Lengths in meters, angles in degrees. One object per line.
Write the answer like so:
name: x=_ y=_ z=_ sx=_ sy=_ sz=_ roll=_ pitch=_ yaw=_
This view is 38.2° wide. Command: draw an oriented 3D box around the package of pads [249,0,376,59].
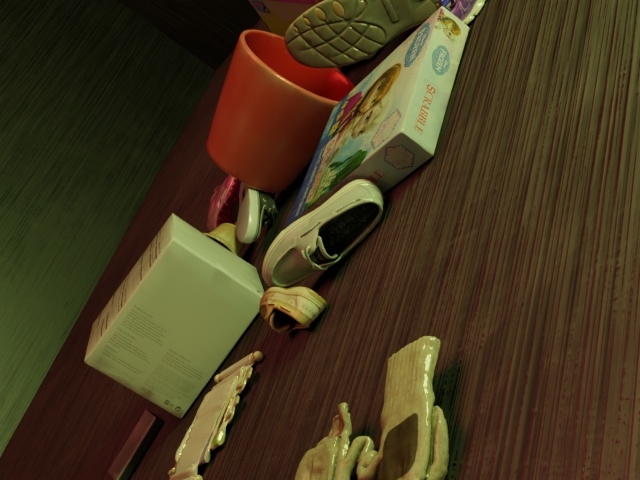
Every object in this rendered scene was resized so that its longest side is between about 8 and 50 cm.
package of pads: x=-0.018 y=-0.500 z=1.970 sx=0.296 sy=0.229 sz=0.101 roll=19 pitch=69 yaw=42

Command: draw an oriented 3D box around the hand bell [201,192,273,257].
hand bell: x=-0.165 y=-0.035 z=1.917 sx=0.126 sy=0.126 sz=0.242 roll=-37 pitch=13 yaw=46

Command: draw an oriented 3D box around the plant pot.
plant pot: x=-0.091 y=-0.248 z=1.851 sx=0.243 sy=0.275 sz=0.275 roll=-59 pitch=14 yaw=25

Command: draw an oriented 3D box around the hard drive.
hard drive: x=-0.344 y=0.384 z=1.717 sx=0.135 sy=0.022 sz=0.094 roll=-60 pitch=17 yaw=-12

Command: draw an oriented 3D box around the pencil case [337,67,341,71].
pencil case: x=0.036 y=-0.450 z=2.127 sx=0.086 sy=0.088 sz=0.206 roll=-25 pitch=34 yaw=54

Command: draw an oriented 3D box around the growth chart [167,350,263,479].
growth chart: x=-0.170 y=0.283 z=1.432 sx=0.172 sy=0.021 sz=0.237 roll=-28 pitch=32 yaw=56

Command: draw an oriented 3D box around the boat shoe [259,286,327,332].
boat shoe: x=-0.055 y=0.107 z=1.374 sx=0.059 sy=0.063 sz=0.170 roll=-56 pitch=16 yaw=-23

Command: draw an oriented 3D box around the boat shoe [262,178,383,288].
boat shoe: x=0.001 y=0.000 z=1.369 sx=0.227 sy=0.079 sz=0.081 roll=-41 pitch=22 yaw=13

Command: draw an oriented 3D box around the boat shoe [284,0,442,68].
boat shoe: x=0.103 y=-0.429 z=1.760 sx=0.355 sy=0.132 sz=0.130 roll=-17 pitch=16 yaw=20

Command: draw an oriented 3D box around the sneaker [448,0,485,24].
sneaker: x=0.242 y=-0.416 z=1.528 sx=0.170 sy=0.071 sz=0.068 roll=-52 pitch=17 yaw=14

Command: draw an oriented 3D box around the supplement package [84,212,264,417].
supplement package: x=-0.258 y=0.129 z=1.651 sx=0.263 sy=0.199 sz=0.198 roll=-54 pitch=16 yaw=7

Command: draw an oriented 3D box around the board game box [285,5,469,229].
board game box: x=0.091 y=-0.183 z=1.509 sx=0.318 sy=0.066 sz=0.319 roll=-38 pitch=24 yaw=45

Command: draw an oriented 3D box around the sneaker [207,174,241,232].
sneaker: x=-0.182 y=-0.107 z=2.030 sx=0.111 sy=0.103 sz=0.252 roll=-13 pitch=42 yaw=54

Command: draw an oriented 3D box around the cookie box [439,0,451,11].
cookie box: x=0.254 y=-0.445 z=1.598 sx=0.107 sy=0.040 sz=0.092 roll=-48 pitch=19 yaw=22

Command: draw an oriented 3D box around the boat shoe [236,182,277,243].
boat shoe: x=-0.122 y=-0.065 z=1.857 sx=0.228 sy=0.076 sz=0.080 roll=-99 pitch=29 yaw=-58

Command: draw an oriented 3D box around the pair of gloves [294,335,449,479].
pair of gloves: x=0.046 y=0.225 z=0.914 sx=0.240 sy=0.042 sz=0.204 roll=-46 pitch=23 yaw=35
